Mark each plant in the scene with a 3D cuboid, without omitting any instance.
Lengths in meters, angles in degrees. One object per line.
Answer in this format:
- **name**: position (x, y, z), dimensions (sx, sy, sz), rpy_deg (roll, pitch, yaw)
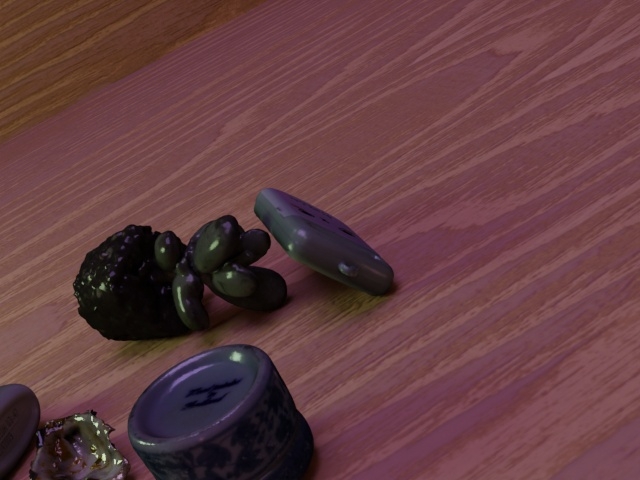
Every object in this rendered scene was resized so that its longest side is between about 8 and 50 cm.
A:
- **plant**: position (-0.180, 0.045, 1.267), dimensions (0.275, 0.146, 0.149), rpy_deg (-12, 55, 32)

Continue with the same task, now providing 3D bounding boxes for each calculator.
- **calculator**: position (0.000, 0.000, 1.210), dimensions (0.045, 0.141, 0.246), rpy_deg (-61, 22, 8)

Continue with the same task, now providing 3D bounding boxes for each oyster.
- **oyster**: position (-0.261, 0.231, 1.074), dimensions (0.103, 0.051, 0.148), rpy_deg (-27, 38, -10)

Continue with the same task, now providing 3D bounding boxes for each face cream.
- **face cream**: position (-0.505, 0.261, 1.227), dimensions (0.337, 0.080, 0.163), rpy_deg (-14, 26, 24)

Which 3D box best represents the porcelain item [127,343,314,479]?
- **porcelain item**: position (-0.089, 0.180, 0.922), dimensions (0.147, 0.114, 0.147), rpy_deg (-22, 25, 11)
